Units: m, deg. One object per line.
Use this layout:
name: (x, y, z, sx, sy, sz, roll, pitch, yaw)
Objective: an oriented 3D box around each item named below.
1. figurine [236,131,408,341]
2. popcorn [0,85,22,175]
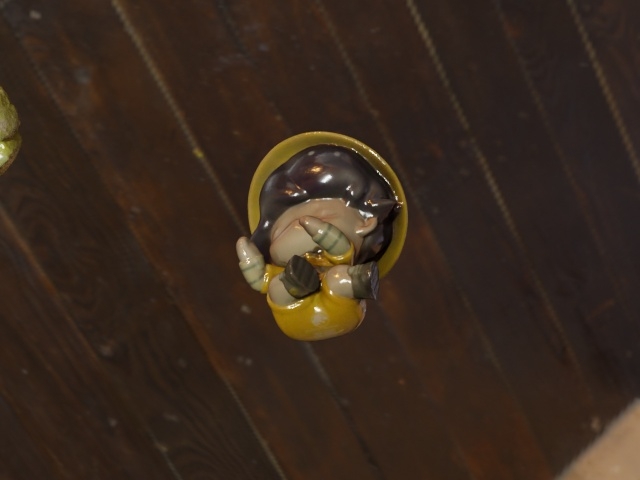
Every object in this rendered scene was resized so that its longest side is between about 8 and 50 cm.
figurine: (0.002, 0.003, 1.548, 0.257, 0.192, 0.167, -81, 155, -46)
popcorn: (-0.345, -0.104, 1.351, 0.116, 0.121, 0.106, 17, 46, -18)
